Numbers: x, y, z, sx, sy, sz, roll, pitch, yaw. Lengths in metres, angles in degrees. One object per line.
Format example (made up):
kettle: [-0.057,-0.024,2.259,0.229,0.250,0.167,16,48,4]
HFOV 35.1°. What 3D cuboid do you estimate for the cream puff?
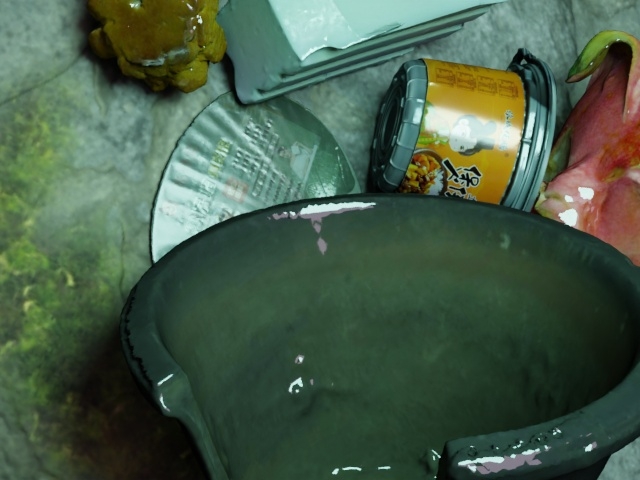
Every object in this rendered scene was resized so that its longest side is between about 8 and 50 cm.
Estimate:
cream puff: [-0.130,-0.182,0.835,0.116,0.094,0.122,-41,93,16]

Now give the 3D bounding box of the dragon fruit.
dragon fruit: [0.302,-0.056,0.928,0.226,0.305,0.305,7,76,6]

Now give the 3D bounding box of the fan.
fan: [-0.028,0.012,0.896,0.223,0.012,0.294,-43,99,-26]

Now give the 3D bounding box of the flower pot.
flower pot: [0.058,0.139,0.751,0.379,0.379,0.251,-17,119,-28]

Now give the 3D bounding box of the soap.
soap: [0.037,-0.206,0.891,0.230,0.145,0.091,-24,91,-33]

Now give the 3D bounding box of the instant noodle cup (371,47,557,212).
instant noodle cup: [0.119,-0.091,0.910,0.125,0.177,0.208,13,55,-10]
